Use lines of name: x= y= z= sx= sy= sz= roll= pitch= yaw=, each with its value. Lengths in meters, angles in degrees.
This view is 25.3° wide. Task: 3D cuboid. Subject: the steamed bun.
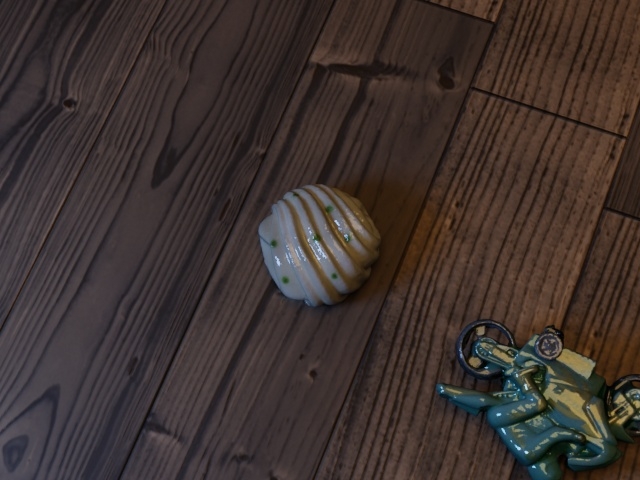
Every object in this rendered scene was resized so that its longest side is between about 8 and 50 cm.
steamed bun: x=0.000 y=0.000 z=2.032 sx=0.183 sy=0.106 sz=0.183 roll=-1 pitch=69 yaw=2

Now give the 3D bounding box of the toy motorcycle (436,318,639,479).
toy motorcycle: x=0.307 y=0.228 z=1.937 sx=0.296 sy=0.109 sz=0.198 roll=26 pitch=80 yaw=10
